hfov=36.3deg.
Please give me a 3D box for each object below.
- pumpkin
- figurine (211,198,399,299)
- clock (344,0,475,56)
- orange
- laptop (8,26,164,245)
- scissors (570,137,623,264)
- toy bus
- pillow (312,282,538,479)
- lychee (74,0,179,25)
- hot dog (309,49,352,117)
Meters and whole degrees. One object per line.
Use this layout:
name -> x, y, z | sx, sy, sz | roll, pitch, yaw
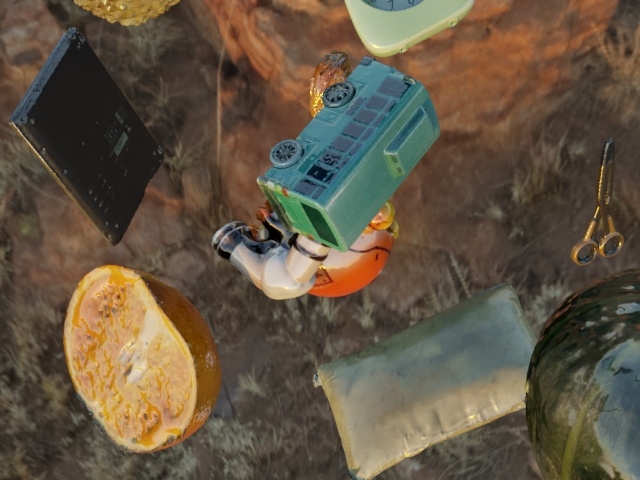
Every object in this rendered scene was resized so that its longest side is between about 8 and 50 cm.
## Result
pumpkin -> 0.306, 0.145, 0.771 | 0.300, 0.207, 0.300 | 3, 24, -1
figurine -> 0.000, 0.005, 1.686 | 0.320, 0.323, 0.196 | -10, 90, 33
clock -> 0.094, -0.356, 1.252 | 0.159, 0.066, 0.211 | -25, 89, 6
orange -> -0.304, 0.190, 1.631 | 0.310, 0.274, 0.274 | 31, 70, 0
laptop -> -0.217, -0.097, 0.938 | 0.016, 0.180, 0.129 | -1, 52, 28
scissors -> 0.416, -0.057, 1.438 | 0.088, 0.220, 0.017 | -14, 38, -11
toy bus -> 0.050, -0.121, 1.353 | 0.147, 0.128, 0.256 | 26, 68, 36
pillow -> 0.144, 0.186, 1.275 | 0.302, 0.075, 0.185 | -25, 52, 9
lychee -> -0.310, -0.479, 1.549 | 0.255, 0.274, 0.255 | 26, 43, -26
hot dog -> 0.026, -0.238, 1.596 | 0.065, 0.147, 0.099 | 3, 38, 33
